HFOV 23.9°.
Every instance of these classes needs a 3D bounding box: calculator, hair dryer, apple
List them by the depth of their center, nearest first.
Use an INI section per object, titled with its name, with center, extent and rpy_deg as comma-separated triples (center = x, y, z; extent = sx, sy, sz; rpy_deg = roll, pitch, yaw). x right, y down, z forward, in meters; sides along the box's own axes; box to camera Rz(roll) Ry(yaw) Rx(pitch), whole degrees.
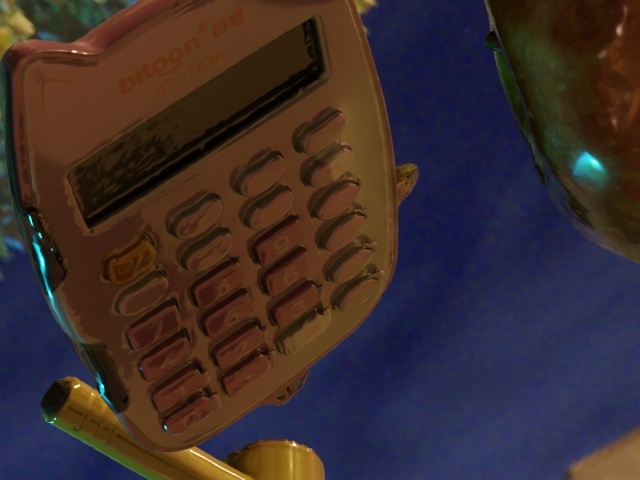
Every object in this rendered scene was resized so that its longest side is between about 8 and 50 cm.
[apple]
center = 0.172, -0.102, 0.615
extent = 0.230, 0.230, 0.230
rpy_deg = -33, -33, -25
[calculator]
center = -0.049, -0.016, 0.731
extent = 0.194, 0.043, 0.294
rpy_deg = -36, -41, -20
[hair dryer]
center = -0.107, 0.198, 1.221
extent = 0.279, 0.135, 0.090
rpy_deg = 35, -56, -30

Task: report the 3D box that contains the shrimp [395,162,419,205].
[shrimp]
center = 0.000, 0.000, 1.038
extent = 0.190, 0.042, 0.101
rpy_deg = -33, 8, 44
